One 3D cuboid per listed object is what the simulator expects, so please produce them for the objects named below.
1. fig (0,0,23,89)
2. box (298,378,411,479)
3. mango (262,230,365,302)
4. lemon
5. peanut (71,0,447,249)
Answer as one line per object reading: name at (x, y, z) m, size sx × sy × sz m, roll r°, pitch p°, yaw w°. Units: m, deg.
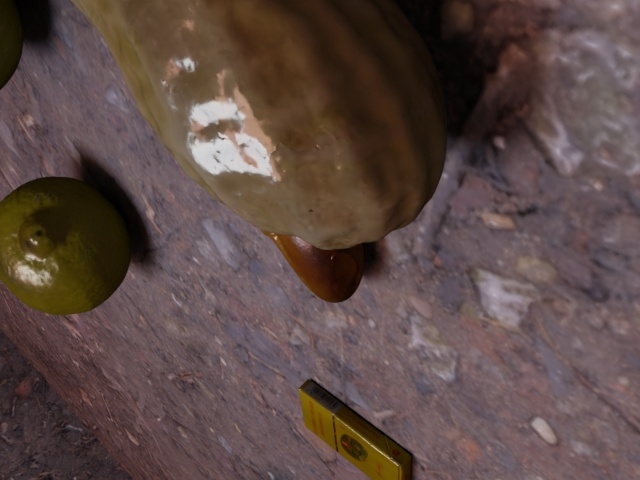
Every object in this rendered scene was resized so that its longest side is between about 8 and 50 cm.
fig at (-0.489, -0.240, 0.756) m, size 0.258 × 0.326 × 0.258 m, roll 163°, pitch 90°, yaw -85°
box at (0.039, 0.232, 0.839) m, size 0.155 × 0.023 × 0.087 m, roll 31°, pitch 143°, yaw 32°
mango at (0.000, 0.000, 0.592) m, size 0.077 × 0.063 × 0.127 m, roll 8°, pitch 135°, yaw 45°
lemon at (-0.349, 0.011, 0.979) m, size 0.184 × 0.184 × 0.248 m, roll 47°, pitch 161°, yaw 7°
peanut at (-0.057, -0.141, 0.428) m, size 0.340 × 0.158 × 0.174 m, roll 56°, pitch -179°, yaw 1°
